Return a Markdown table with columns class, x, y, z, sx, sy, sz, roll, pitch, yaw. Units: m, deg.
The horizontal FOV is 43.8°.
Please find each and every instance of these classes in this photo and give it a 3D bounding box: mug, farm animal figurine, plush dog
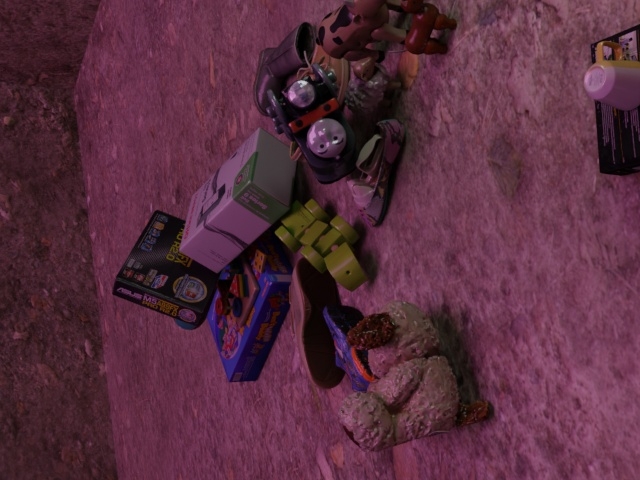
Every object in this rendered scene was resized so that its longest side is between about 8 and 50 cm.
| class | x | y | z | sx | sy | sz | roll | pitch | yaw |
| --- | --- | --- | --- | --- | --- | --- | --- | --- | --- |
| mug | 0.358 | -0.200 | 0.986 | 0.062 | 0.064 | 0.078 | -60 | 39 | 40 |
| farm animal figurine | 0.090 | -0.447 | 1.470 | 0.327 | 0.172 | 0.330 | -48 | 48 | 49 |
| plush dog | 0.148 | 0.208 | 1.314 | 0.211 | 0.262 | 0.225 | -20 | 77 | 24 |

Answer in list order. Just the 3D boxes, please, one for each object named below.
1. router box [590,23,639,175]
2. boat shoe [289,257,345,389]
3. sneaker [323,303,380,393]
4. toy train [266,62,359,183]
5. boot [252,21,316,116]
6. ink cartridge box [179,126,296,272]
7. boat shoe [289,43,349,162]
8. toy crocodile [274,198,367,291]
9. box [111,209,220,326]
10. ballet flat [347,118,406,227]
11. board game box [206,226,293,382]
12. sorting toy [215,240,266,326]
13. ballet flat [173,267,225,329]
| class | x | y | z | sx | sy | sz | roll | pitch | yaw |
| --- | --- | --- | --- | --- | --- | --- | --- | --- | --- |
| router box | 0.412 | -0.181 | 1.004 | 0.133 | 0.046 | 0.178 | -13 | 77 | 60 |
| boat shoe | -0.012 | 0.183 | 1.683 | 0.098 | 0.109 | 0.302 | 120 | 146 | -50 |
| sneaker | 0.054 | 0.212 | 1.577 | 0.087 | 0.083 | 0.221 | -62 | 36 | 32 |
| toy train | -0.002 | -0.211 | 1.517 | 0.190 | 0.142 | 0.334 | 59 | 180 | 2 |
| boot | -0.083 | -0.403 | 1.896 | 0.209 | 0.076 | 0.189 | -2 | 88 | 54 |
| ink cartridge box | -0.194 | -0.090 | 1.869 | 0.289 | 0.122 | 0.211 | -40 | 30 | 33 |
| boat shoe | -0.006 | -0.307 | 1.715 | 0.105 | 0.089 | 0.285 | 14 | 100 | 61 |
| toy crocodile | 0.000 | 0.000 | 1.683 | 0.115 | 0.105 | 0.340 | -45 | 32 | -5 |
| box | -0.352 | 0.061 | 1.933 | 0.270 | 0.216 | 0.060 | -72 | 4 | -48 |
| ballet flat | 0.098 | -0.130 | 1.528 | 0.077 | 0.079 | 0.221 | 45 | 127 | 49 |
| board game box | -0.179 | 0.154 | 2.004 | 0.347 | 0.078 | 0.233 | -65 | 36 | 34 |
| sorting toy | -0.203 | 0.111 | 1.921 | 0.274 | 0.046 | 0.132 | -64 | 37 | 35 |
| ballet flat | -0.295 | 0.090 | 2.175 | 0.342 | 0.116 | 0.124 | -62 | 3 | 16 |
